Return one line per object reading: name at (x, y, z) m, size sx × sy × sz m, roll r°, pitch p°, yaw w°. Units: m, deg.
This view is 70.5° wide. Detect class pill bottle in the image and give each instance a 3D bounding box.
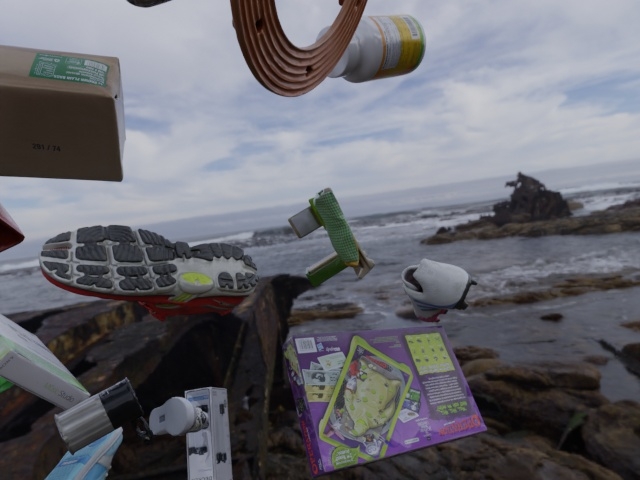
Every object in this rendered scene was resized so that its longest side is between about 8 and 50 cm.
pill bottle at (0.109, -0.422, 0.996) m, size 0.246 × 0.136 × 0.137 m, roll -25°, pitch 13°, yaw -38°

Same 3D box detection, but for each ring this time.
ring at (-0.004, -0.326, 0.493) m, size 0.032 × 0.336 × 0.337 m, roll 25°, pitch 12°, yaw 16°

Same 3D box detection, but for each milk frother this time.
milk frother at (-0.409, 0.362, 0.873) m, size 0.135 × 0.143 × 0.129 m, roll -25°, pitch -6°, yaw -27°

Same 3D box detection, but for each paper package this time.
paper package at (-0.668, -0.306, 1.127) m, size 0.326 × 0.168 × 0.309 m, roll 1°, pitch -35°, yaw -18°

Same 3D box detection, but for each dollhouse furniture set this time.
dollhouse furniture set at (0.000, 0.000, 1.040) m, size 0.151 × 0.197 × 0.301 m, roll -31°, pitch 5°, yaw 2°

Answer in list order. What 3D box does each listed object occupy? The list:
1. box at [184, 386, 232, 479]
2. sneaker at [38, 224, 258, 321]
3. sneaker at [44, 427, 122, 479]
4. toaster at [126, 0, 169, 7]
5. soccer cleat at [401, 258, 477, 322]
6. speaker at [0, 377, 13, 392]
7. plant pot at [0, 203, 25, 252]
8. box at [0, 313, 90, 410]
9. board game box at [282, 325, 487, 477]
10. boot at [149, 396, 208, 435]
box at (-0.351, 0.620, 1.428) m, size 0.087 × 0.289 × 0.169 m, roll -11°, pitch -20°, yaw 3°
sneaker at (-0.220, 0.063, 0.605) m, size 0.279 × 0.107 × 0.118 m, roll 13°, pitch -50°, yaw -34°
sneaker at (-0.616, 0.669, 1.212) m, size 0.127 × 0.208 × 0.319 m, roll -16°, pitch 17°, yaw 21°
toaster at (-0.283, -0.514, 0.785) m, size 0.227 × 0.129 × 0.146 m, roll -30°, pitch -16°, yaw -15°
soccer cleat at (0.253, 0.111, 1.073) m, size 0.143 × 0.115 × 0.331 m, roll 27°, pitch -15°, yaw 7°
speaker at (-1.038, 0.321, 1.389) m, size 0.131 × 0.296 × 0.131 m, roll -42°, pitch -1°, yaw -1°
plant pot at (-0.661, -0.079, 0.646) m, size 0.267 × 0.235 × 0.267 m, roll -30°, pitch -13°, yaw -18°
box at (-0.686, 0.249, 1.025) m, size 0.322 × 0.232 × 0.058 m, roll 20°, pitch 61°, yaw 36°
board game box at (0.116, 0.257, 0.780) m, size 0.347 × 0.208 × 0.056 m, roll 4°, pitch -40°, yaw -32°
boot at (-0.354, 0.467, 1.206) m, size 0.124 × 0.095 × 0.258 m, roll 10°, pitch -25°, yaw -36°
